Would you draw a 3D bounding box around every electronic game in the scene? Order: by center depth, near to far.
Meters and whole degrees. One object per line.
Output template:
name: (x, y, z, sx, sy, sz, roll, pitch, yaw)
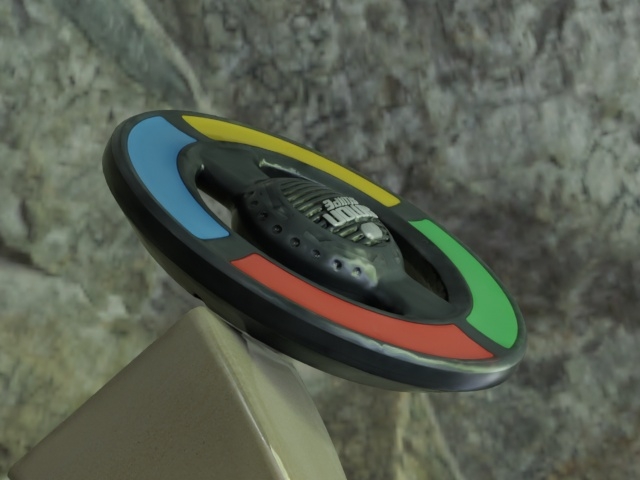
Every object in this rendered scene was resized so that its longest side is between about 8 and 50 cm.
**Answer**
electronic game: (0.000, 0.000, 0.680, 0.229, 0.229, 0.048, 20, -69, -24)

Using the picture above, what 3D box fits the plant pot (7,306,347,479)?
plant pot: (-0.045, 0.111, 0.586, 0.109, 0.096, 0.109, -41, -28, 4)
